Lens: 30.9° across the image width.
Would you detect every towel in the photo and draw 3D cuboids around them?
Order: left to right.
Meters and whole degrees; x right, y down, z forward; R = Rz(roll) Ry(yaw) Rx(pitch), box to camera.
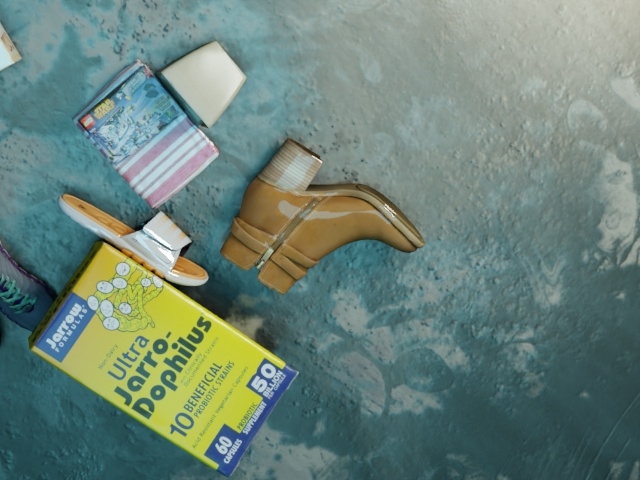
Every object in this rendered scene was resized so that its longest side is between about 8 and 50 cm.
[{"bbox_3d":[-0.272,-0.164,1.810,0.144,0.029,0.197,-40,102,7],"label":"towel"}]

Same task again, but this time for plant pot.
[{"bbox_3d":[-0.175,-0.244,1.757,0.096,0.109,0.109,-42,104,-4],"label":"plant pot"}]

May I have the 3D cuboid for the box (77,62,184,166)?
[{"bbox_3d":[-0.289,-0.192,1.772,0.137,0.027,0.094,-37,103,8],"label":"box"}]

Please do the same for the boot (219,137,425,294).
[{"bbox_3d":[0.000,0.000,1.826,0.283,0.109,0.220,31,100,-9],"label":"boot"}]

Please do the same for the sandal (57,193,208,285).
[{"bbox_3d":[-0.282,-0.018,1.809,0.265,0.102,0.076,31,102,-9],"label":"sandal"}]

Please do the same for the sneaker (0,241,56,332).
[{"bbox_3d":[-0.497,0.077,1.821,0.083,0.098,0.224,-40,104,7],"label":"sneaker"}]

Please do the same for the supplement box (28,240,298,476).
[{"bbox_3d":[-0.247,0.177,1.790,0.356,0.195,0.194,35,82,-12],"label":"supplement box"}]

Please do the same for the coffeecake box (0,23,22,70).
[{"bbox_3d":[-0.560,-0.315,1.726,0.142,0.068,0.185,-28,105,4],"label":"coffeecake box"}]
